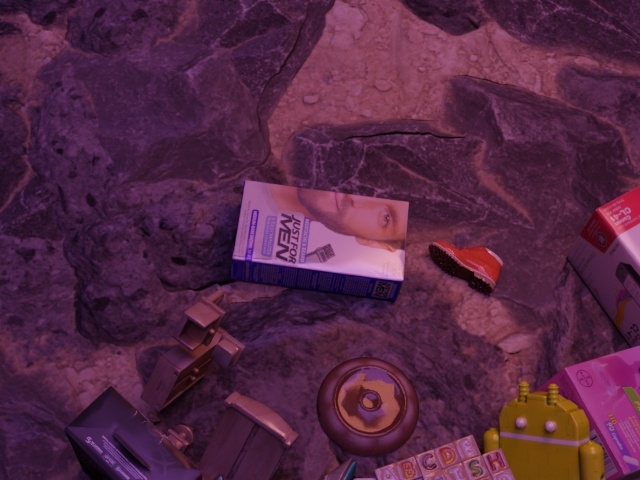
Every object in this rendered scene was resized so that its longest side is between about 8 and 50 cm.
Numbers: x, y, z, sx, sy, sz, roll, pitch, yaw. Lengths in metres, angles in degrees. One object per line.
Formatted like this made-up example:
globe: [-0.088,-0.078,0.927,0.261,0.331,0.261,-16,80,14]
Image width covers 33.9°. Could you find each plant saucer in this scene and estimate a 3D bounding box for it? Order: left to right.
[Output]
plant saucer: [0.092,0.310,2.001,0.198,0.036,0.198,2,63,-4]

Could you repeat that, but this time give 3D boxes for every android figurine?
android figurine: [0.400,0.389,1.886,0.056,0.248,0.273,-6,95,-45]

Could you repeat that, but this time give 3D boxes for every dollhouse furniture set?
dollhouse furniture set: [-0.116,0.301,1.884,0.355,0.303,0.174,34,28,11]

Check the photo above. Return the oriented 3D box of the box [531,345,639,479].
box: [0.552,0.328,1.945,0.243,0.117,0.213,-8,62,-35]

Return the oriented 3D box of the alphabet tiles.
alphabet tiles: [0.239,0.461,1.863,0.237,0.009,0.198,-17,67,-14]

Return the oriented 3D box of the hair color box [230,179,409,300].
hair color box: [0.000,0.000,2.110,0.339,0.110,0.185,8,62,-3]

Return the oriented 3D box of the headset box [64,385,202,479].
headset box: [-0.310,0.386,1.781,0.218,0.293,0.110,41,67,13]

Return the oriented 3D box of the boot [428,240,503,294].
boot: [0.298,0.036,2.150,0.158,0.059,0.084,33,62,2]

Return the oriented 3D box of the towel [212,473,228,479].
towel: [-0.127,0.602,1.728,0.271,0.040,0.370,-45,97,-6]

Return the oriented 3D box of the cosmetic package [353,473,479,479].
cosmetic package: [0.174,0.488,1.893,0.231,0.085,0.117,-3,64,-5]

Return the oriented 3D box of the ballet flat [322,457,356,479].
ballet flat: [0.001,0.480,1.890,0.068,0.072,0.213,15,62,14]

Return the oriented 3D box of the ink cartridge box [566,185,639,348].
ink cartridge box: [0.643,0.079,2.062,0.131,0.226,0.306,-24,67,-16]
